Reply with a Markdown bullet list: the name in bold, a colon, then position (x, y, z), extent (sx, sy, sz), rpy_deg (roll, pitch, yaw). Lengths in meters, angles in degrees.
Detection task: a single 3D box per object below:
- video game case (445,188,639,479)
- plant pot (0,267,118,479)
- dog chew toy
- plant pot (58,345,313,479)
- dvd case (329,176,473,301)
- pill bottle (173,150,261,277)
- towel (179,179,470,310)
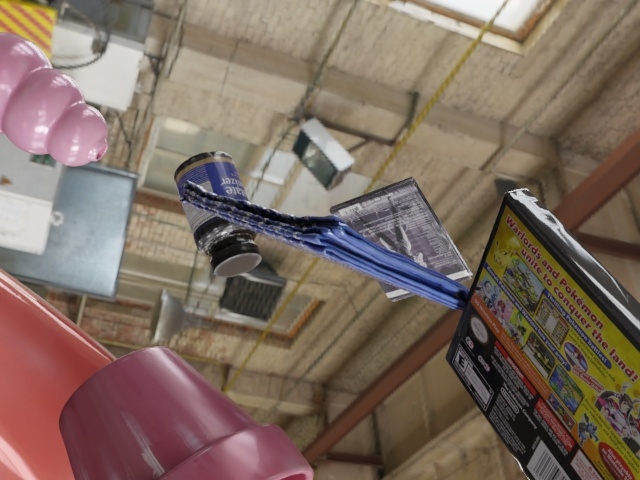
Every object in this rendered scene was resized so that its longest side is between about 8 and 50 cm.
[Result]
- **video game case**: position (0.230, 0.130, 0.780), extent (0.248, 0.035, 0.275), rpy_deg (100, -31, -41)
- **plant pot**: position (-0.387, 0.157, 0.900), extent (0.274, 0.243, 0.275), rpy_deg (-20, -145, 14)
- **dog chew toy**: position (-0.572, -0.269, 1.636), extent (0.207, 0.331, 0.206), rpy_deg (-54, 176, -6)
- **plant pot**: position (-0.138, 0.205, 0.741), extent (0.180, 0.201, 0.201), rpy_deg (47, -49, 25)
- **dvd case**: position (0.140, 0.004, 1.401), extent (0.164, 0.221, 0.018), rpy_deg (-19, -151, 31)
- **pill bottle**: position (-0.189, -0.047, 1.531), extent (0.123, 0.122, 0.219), rpy_deg (-52, -126, 52)
- **towel**: position (0.000, 0.000, 0.977), extent (0.336, 0.243, 0.040), rpy_deg (19, -94, 54)
